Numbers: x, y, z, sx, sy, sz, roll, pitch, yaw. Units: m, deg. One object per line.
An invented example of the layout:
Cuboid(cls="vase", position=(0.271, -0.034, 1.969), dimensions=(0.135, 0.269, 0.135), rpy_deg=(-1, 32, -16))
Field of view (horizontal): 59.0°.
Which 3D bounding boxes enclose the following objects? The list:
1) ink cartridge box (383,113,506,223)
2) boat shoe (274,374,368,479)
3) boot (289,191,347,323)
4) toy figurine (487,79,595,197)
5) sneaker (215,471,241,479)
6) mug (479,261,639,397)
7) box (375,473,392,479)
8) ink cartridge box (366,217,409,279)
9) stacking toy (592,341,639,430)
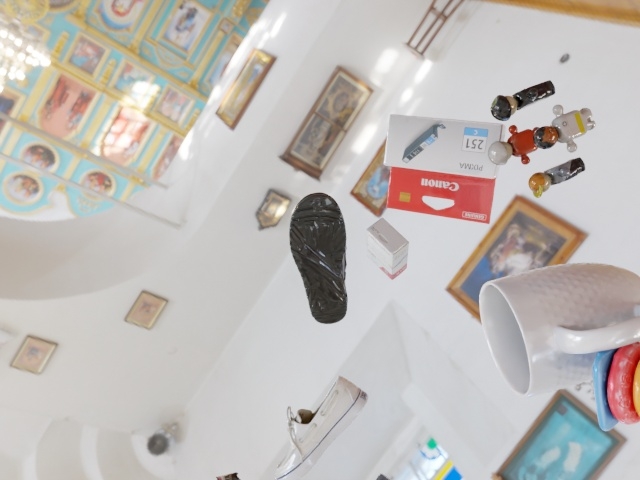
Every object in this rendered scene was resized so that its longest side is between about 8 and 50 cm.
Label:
Cuboid(cls="ink cartridge box", position=(0.315, -0.189, 1.490), dimensions=(0.296, 0.261, 0.066), rpy_deg=(11, -167, 24))
Cuboid(cls="boat shoe", position=(-0.039, 0.525, 1.598), dimensions=(0.156, 0.367, 0.136), rpy_deg=(40, -169, -1))
Cuboid(cls="boot", position=(0.000, 0.000, 1.026), dimensions=(0.094, 0.246, 0.207), rpy_deg=(-8, -154, 2))
Cuboid(cls="toy figurine", position=(0.485, -0.228, 1.272), dimensions=(0.213, 0.148, 0.209), rpy_deg=(79, 164, -49))
Cuboid(cls="sneaker", position=(-0.273, 0.806, 1.805), dimensions=(0.072, 0.077, 0.178), rpy_deg=(-122, 18, -48))
Cuboid(cls="mug", position=(0.580, 0.186, 1.263), dimensions=(0.374, 0.328, 0.276), rpy_deg=(127, 129, -87))
Cuboid(cls="box", position=(0.283, 0.957, 1.702), dimensions=(0.395, 0.293, 0.212), rpy_deg=(41, 164, -19))
Cuboid(cls="ink cartridge box", position=(0.215, 0.028, 1.820), dimensions=(0.127, 0.072, 0.175), rpy_deg=(46, 163, 26))
Cuboid(cls="stacking toy", position=(0.674, 0.283, 1.035), dimensions=(0.175, 0.165, 0.302), rpy_deg=(-16, -169, -35))
